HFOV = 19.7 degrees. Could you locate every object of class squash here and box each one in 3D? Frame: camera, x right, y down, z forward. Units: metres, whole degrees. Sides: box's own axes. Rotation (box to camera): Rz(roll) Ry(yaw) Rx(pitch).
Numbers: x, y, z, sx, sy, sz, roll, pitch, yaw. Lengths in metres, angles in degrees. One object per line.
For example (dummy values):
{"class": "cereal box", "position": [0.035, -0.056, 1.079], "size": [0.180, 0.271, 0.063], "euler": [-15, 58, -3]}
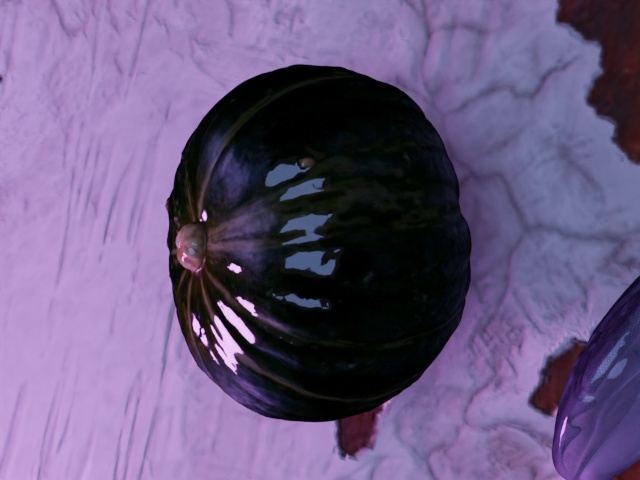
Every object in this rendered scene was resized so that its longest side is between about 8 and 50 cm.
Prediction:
{"class": "squash", "position": [-0.004, 0.001, 1.115], "size": [0.172, 0.218, 0.218], "euler": [-4, 85, -13]}

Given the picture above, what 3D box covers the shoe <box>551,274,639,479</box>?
{"class": "shoe", "position": [0.240, 0.064, 1.064], "size": [0.137, 0.095, 0.245], "euler": [38, 106, 5]}
